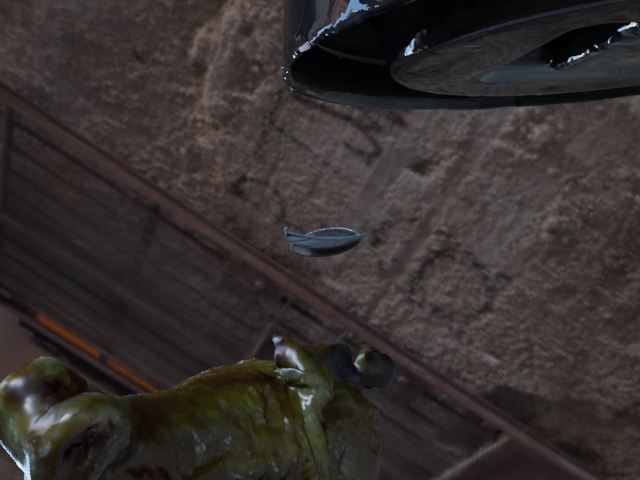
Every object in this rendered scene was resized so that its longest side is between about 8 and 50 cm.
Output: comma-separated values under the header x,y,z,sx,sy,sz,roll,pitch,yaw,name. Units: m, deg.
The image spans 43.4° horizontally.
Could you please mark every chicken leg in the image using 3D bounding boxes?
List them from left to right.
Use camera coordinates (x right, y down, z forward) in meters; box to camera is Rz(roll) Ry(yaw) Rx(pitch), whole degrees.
x,y,z,sx,sy,sz,roll,pitch,yaw,name
-0.079,0.172,0.562,0.361,0.140,0.211,4,-89,-56,chicken leg

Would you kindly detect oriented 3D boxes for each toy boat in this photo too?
x,y,z,sx,sy,sz,roll,pitch,yaw,name
0.000,0.000,0.918,0.122,0.096,0.034,9,-108,-77,toy boat

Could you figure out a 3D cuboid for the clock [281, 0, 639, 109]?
x,y,z,sx,sy,sz,roll,pitch,yaw,name
0.166,-0.134,0.430,0.386,0.387,0.076,-40,-54,-87,clock
